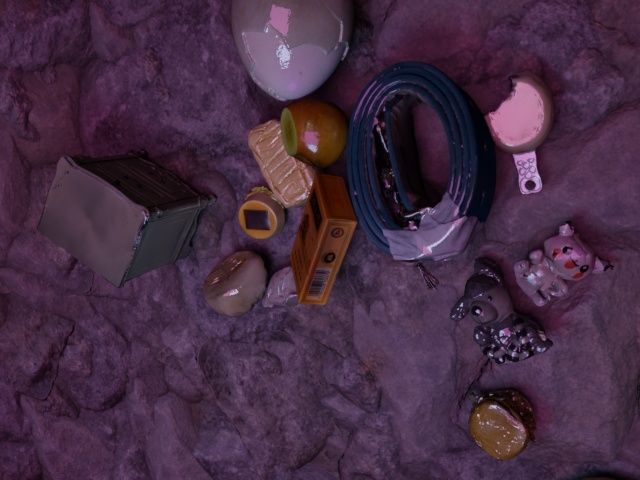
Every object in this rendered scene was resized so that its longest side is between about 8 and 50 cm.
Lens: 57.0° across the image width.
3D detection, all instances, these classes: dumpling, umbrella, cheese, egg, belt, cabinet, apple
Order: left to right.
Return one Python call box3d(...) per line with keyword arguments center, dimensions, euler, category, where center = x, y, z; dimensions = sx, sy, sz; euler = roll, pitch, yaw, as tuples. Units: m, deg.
box3d(center=(-0.499, -0.079, 1.566), dimensions=(0.290, 0.318, 0.227), euler=(32, 112, 13), category="cabinet")
box3d(center=(-0.086, 0.128, 1.551), dimensions=(0.188, 0.127, 0.108), euler=(-9, 107, 29), category="dumpling")
box3d(center=(-0.061, -0.486, 1.331), dimensions=(0.279, 0.278, 0.335), euler=(1, 98, 21), category="egg")
box3d(center=(-0.016, -0.246, 1.361), dimensions=(0.163, 0.146, 0.147), euler=(12, 85, -6), category="apple")
box3d(center=(0.220, -0.168, 1.299), dimensions=(0.300, 0.173, 0.436), euler=(-11, 84, 33), category="belt")
box3d(center=(0.266, 0.093, 1.471), dimensions=(0.031, 0.020, 0.083), euler=(-37, 81, 23), category="umbrella")
box3d(center=(0.459, -0.237, 1.298), dimensions=(0.163, 0.071, 0.248), euler=(-33, 88, 25), category="cheese")

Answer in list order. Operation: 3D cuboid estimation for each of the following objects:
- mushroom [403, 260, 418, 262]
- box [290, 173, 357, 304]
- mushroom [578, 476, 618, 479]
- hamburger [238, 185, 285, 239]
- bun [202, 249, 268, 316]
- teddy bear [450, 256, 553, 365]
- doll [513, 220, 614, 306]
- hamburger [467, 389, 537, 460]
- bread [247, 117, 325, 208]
box3d(center=(0.219, -0.009, 1.432), dimensions=(0.109, 0.085, 0.126), euler=(26, 100, 26), category="mushroom")
box3d(center=(0.000, 0.000, 1.425), dimensions=(0.076, 0.174, 0.274), euler=(4, 131, -18), category="box")
box3d(center=(0.681, 0.671, 1.365), dimensions=(0.278, 0.146, 0.278), euler=(0, 91, 22), category="mushroom")
box3d(center=(-0.154, -0.073, 1.563), dimensions=(0.127, 0.081, 0.141), euler=(-13, 108, 25), category="hamburger")
box3d(center=(-0.214, 0.119, 1.591), dimensions=(0.193, 0.178, 0.128), euler=(-38, 118, 8), category="bun")
box3d(center=(0.393, 0.182, 1.377), dimensions=(0.251, 0.144, 0.171), euler=(49, 127, 8), category="teddy bear")
box3d(center=(0.530, 0.055, 1.321), dimensions=(0.192, 0.095, 0.149), euler=(-36, 93, 22), category="doll")
box3d(center=(0.429, 0.430, 1.424), dimensions=(0.185, 0.131, 0.159), euler=(42, 121, 15), category="hamburger")
box3d(center=(-0.079, -0.197, 1.493), dimensions=(0.140, 0.106, 0.236), euler=(-29, 90, 25), category="bread")
